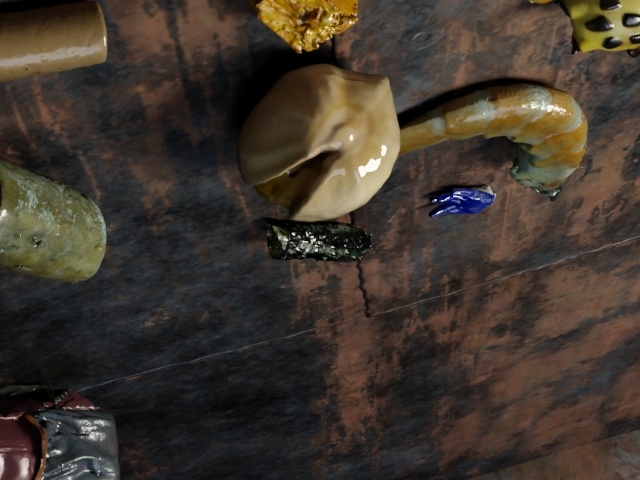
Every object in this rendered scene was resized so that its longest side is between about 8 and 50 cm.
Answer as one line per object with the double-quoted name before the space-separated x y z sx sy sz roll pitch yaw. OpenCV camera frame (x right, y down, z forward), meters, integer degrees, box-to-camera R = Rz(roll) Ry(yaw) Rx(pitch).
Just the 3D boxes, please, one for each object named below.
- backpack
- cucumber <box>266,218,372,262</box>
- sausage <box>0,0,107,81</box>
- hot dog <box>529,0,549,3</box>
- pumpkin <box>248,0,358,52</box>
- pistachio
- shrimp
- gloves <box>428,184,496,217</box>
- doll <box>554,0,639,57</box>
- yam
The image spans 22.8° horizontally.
"backpack" -0.462 0.309 2.142 0.317 0.197 0.283 4 151 -32
"cucumber" 0.000 0.000 1.952 0.181 0.053 0.053 1 151 -43
"sausage" -0.327 -0.157 1.332 0.301 0.066 0.066 -8 156 -19
"hot dog" 0.128 -0.260 1.416 0.289 0.068 0.083 0 175 -45
"pumpkin" -0.016 -0.216 1.428 0.074 0.054 0.083 -23 138 32
"pistachio" -0.005 -0.097 1.613 0.157 0.157 0.229 -7 168 -23
"shrimp" 0.198 -0.115 1.797 0.287 0.068 0.185 -3 152 -28
"gloves" 0.175 -0.048 1.988 0.086 0.026 0.064 -3 156 -31
"doll" 0.376 -0.261 1.564 0.291 0.086 0.117 -21 128 5
"yam" -0.302 -0.018 1.617 0.107 0.107 0.194 -27 156 22
